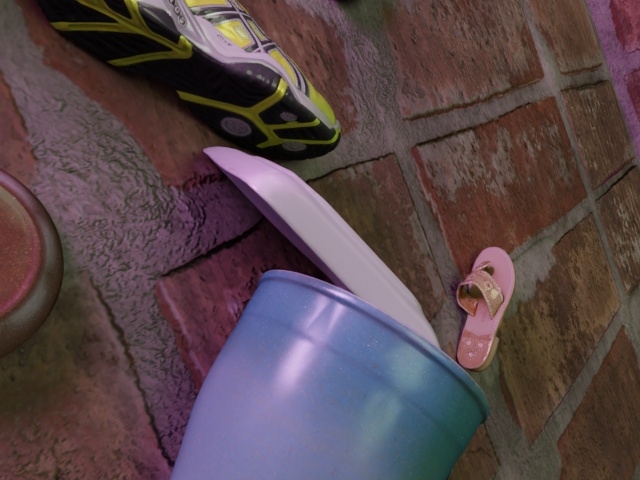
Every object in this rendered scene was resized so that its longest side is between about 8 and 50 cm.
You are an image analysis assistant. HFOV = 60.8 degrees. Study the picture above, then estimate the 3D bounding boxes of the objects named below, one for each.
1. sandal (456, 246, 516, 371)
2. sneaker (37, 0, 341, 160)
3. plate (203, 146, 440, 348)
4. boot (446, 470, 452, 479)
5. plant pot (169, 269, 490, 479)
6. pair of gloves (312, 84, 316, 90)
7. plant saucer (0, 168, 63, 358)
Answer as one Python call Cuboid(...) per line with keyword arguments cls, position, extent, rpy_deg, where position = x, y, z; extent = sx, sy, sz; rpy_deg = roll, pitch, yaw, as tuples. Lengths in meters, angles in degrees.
Cuboid(cls="sandal", position=(0.274, 0.101, 0.945), extent=(0.079, 0.088, 0.239), rpy_deg=(37, 61, -38))
Cuboid(cls="sneaker", position=(-0.111, -0.228, 0.631), extent=(0.385, 0.145, 0.147), rpy_deg=(32, 59, -35))
Cuboid(cls="plate", position=(0.000, 0.000, 0.598), extent=(0.045, 0.277, 0.278), rpy_deg=(-46, 115, -3))
Cuboid(cls="boot", position=(0.113, 0.315, 0.720), extent=(0.082, 0.106, 0.219), rpy_deg=(33, 58, -33))
Cuboid(cls="plant pot", position=(-0.016, 0.209, 0.533), extent=(0.271, 0.272, 0.255), rpy_deg=(45, 66, -26))
Cuboid(cls="pair of gloves", position=(-0.032, -0.202, 0.790), extent=(0.083, 0.010, 0.074), rpy_deg=(16, 68, -41))
Cuboid(cls="plant saucer", position=(-0.305, 0.009, 0.442), extent=(0.199, 0.036, 0.198), rpy_deg=(21, 58, -38))
